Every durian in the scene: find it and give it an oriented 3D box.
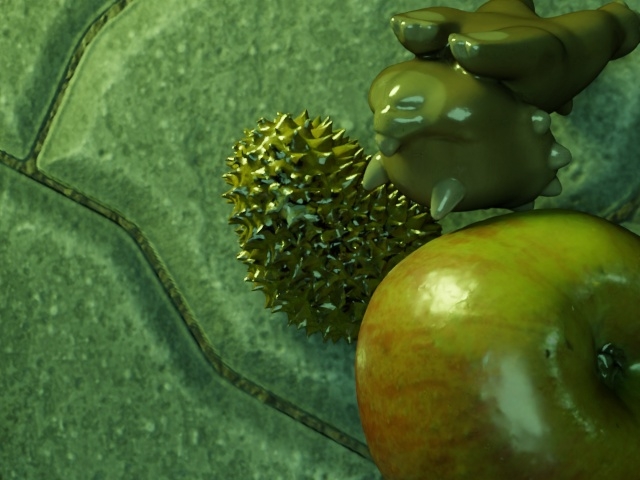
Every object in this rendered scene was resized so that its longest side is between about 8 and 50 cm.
[{"bbox_3d":[0.002,-0.005,0.843,0.249,0.138,0.183,39,89,5],"label":"durian"}]

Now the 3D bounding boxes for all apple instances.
[{"bbox_3d":[0.170,0.120,0.702,0.301,0.301,0.302,0,89,14],"label":"apple"}]

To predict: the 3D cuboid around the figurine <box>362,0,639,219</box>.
[{"bbox_3d":[0.146,-0.109,0.779,0.177,0.247,0.173,17,120,29],"label":"figurine"}]
